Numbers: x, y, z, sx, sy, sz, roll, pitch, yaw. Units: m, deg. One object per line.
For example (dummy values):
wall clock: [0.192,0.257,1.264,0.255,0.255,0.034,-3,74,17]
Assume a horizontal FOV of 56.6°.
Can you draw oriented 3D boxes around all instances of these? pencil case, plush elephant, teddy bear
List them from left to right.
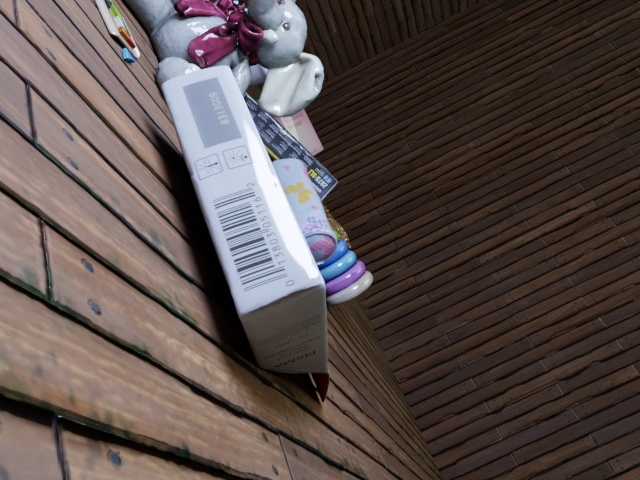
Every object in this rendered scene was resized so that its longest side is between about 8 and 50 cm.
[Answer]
plush elephant: [-0.132,-0.332,0.961,0.271,0.256,0.330,64,4,15]
pencil case: [-0.053,-0.066,1.356,0.124,0.114,0.273,100,-25,-44]
teddy bear: [-0.035,-0.085,1.957,0.338,0.113,0.245,56,-5,10]

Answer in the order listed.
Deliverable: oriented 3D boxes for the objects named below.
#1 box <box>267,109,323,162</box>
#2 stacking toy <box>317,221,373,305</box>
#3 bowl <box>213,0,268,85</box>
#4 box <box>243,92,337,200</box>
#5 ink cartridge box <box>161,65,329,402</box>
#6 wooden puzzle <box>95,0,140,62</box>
box: [-0.117,-0.350,1.886,0.148,0.127,0.232,-43,110,-51]
stacking toy: [0.000,0.000,1.541,0.330,0.141,0.141,59,4,-7]
bowl: [-0.267,-0.580,1.779,0.297,0.134,0.298,64,4,-7]
box: [-0.093,-0.249,1.597,0.322,0.079,0.257,43,8,-7]
ink cartridge box: [-0.085,0.028,0.754,0.385,0.091,0.308,90,-22,-59]
wooden puzzle: [-0.254,-0.272,0.744,0.116,0.014,0.078,64,4,1]
